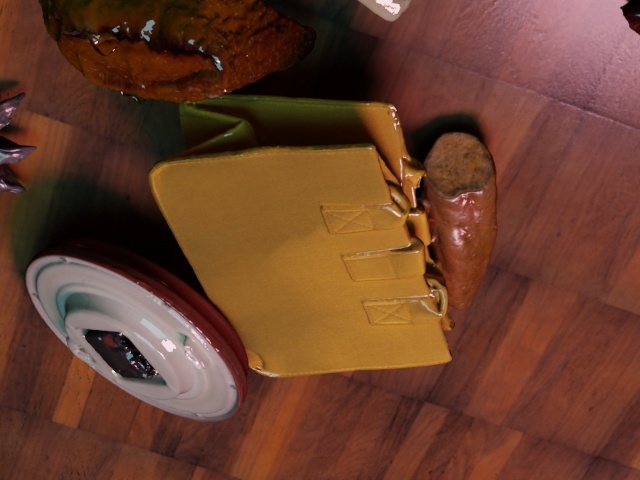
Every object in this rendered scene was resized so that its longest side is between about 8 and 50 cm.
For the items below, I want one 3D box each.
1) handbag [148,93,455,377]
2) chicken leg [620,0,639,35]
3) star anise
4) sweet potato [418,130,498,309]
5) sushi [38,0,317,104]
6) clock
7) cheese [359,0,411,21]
[{"bbox_3d":[0.000,0.000,1.722,0.283,0.133,0.401,2,140,21],"label":"handbag"},{"bbox_3d":[0.487,-0.310,1.500,0.158,0.096,0.407,40,123,-20],"label":"chicken leg"},{"bbox_3d":[-0.428,-0.106,1.792,0.204,0.061,0.181,-10,126,14],"label":"star anise"},{"bbox_3d":[0.161,-0.013,1.772,0.097,0.097,0.252,3,130,5],"label":"sweet potato"},{"bbox_3d":[-0.168,-0.249,1.601,0.296,0.179,0.167,11,154,18],"label":"sushi"},{"bbox_3d":[-0.231,0.121,1.853,0.318,0.080,0.318,23,150,15],"label":"clock"},{"bbox_3d":[0.016,-0.302,1.582,0.194,0.065,0.043,34,131,-20],"label":"cheese"}]
